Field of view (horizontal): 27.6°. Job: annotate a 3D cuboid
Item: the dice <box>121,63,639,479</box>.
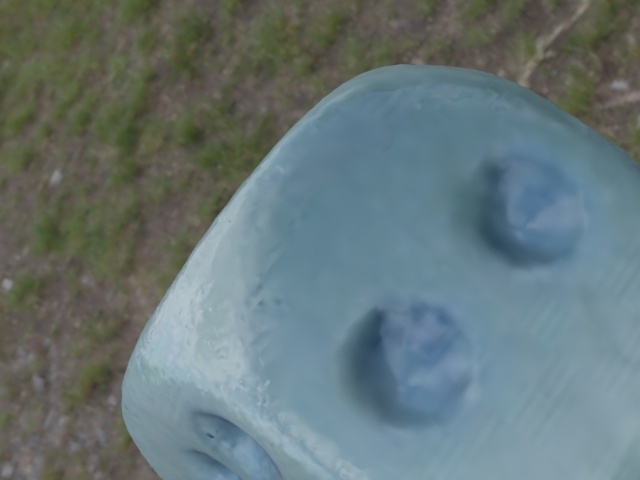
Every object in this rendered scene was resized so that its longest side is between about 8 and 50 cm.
[{"bbox_3d":[0.058,0.077,0.779,0.262,0.265,0.268,-49,-8,-27],"label":"dice"}]
